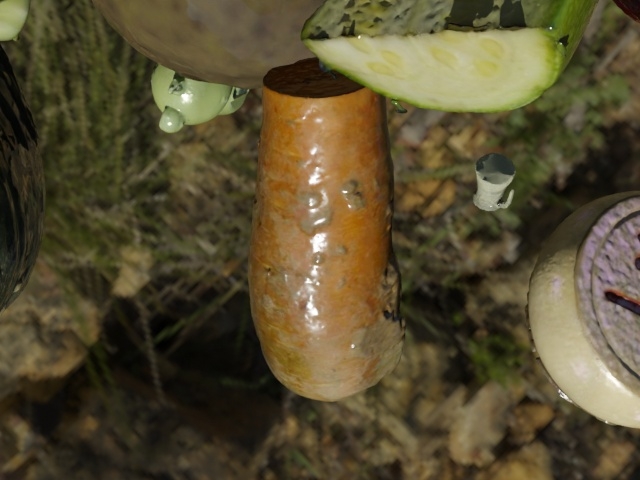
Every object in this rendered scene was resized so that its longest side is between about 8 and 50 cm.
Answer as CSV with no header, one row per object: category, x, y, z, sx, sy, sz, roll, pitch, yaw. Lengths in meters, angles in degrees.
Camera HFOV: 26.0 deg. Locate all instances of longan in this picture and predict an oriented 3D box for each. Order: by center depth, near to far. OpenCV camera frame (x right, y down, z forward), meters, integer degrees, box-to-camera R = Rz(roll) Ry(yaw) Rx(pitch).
longan,-0.080,-0.353,1.508,0.391,0.391,0.391,-39,159,-18

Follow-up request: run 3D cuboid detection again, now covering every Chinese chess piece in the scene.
Chinese chess piece,0.365,0.078,1.570,0.270,0.270,0.112,-36,-178,-27

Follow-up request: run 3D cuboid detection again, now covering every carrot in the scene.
carrot,0.000,0.000,1.152,0.138,0.138,0.302,-31,129,-36

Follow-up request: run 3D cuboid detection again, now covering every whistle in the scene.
whistle,-0.146,-0.222,1.818,0.288,0.106,0.131,-48,160,-69

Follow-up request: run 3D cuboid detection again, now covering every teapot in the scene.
teapot,0.246,-0.076,1.967,0.057,0.067,0.083,-37,156,-26

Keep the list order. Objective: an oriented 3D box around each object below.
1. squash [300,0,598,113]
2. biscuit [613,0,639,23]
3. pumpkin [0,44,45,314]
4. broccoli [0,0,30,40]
squash,0.134,-0.225,0.916,0.111,0.203,0.289,41,61,-46
biscuit,0.407,-0.444,1.641,0.407,0.091,0.408,3,86,-50
pumpkin,-0.334,-0.040,0.925,0.291,0.328,0.258,-7,110,-7
broccoli,-0.392,-0.277,1.201,0.272,0.334,0.324,0,151,2
